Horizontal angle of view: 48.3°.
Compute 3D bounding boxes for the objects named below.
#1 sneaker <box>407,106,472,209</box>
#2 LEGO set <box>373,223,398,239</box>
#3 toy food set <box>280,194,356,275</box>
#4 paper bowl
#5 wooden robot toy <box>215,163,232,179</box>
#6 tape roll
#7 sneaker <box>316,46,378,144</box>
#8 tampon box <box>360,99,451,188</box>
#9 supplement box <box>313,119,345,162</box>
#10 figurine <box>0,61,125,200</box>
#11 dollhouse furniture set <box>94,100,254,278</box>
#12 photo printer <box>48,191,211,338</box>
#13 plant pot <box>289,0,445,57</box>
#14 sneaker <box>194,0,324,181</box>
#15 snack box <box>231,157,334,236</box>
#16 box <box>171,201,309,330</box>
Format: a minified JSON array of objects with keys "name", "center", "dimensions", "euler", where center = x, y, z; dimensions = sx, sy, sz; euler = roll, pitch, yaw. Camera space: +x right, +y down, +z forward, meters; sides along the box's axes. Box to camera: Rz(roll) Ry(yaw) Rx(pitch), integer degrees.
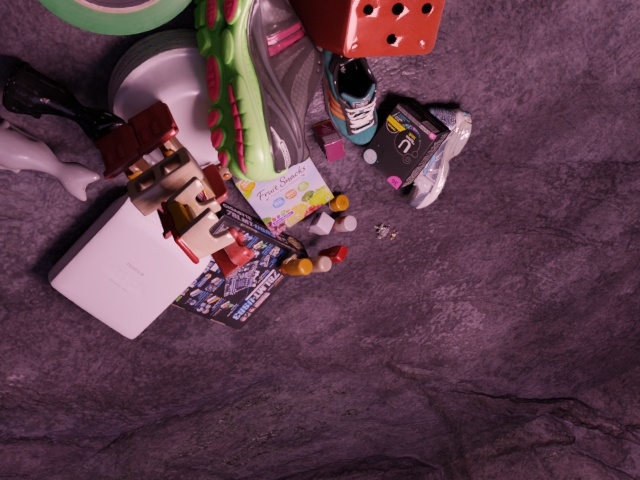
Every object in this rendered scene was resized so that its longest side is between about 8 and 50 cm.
[{"name":"sneaker","center":[0.257,-0.207,1.751],"dimensions":[0.122,0.110,0.283],"euler":[13,123,-12]},{"name":"LEGO set","center":[0.178,-0.021,1.925],"dimensions":[0.083,0.023,0.054],"euler":[5,128,-28]},{"name":"toy food set","center":[0.000,0.000,1.776],"dimensions":[0.111,0.104,0.232],"euler":[36,67,-27]},{"name":"paper bowl","center":[-0.267,-0.256,1.408],"dimensions":[0.284,0.148,0.284],"euler":[-13,136,-13]},{"name":"wooden robot toy","center":[-0.226,-0.161,1.564],"dimensions":[0.173,0.079,0.076],"euler":[-34,136,8]},{"name":"tape roll","center":[-0.345,-0.505,1.181],"dimensions":[0.321,0.077,0.321],"euler":[-12,135,-13]},{"name":"sneaker","center":[0.069,-0.305,1.534],"dimensions":[0.108,0.121,0.302],"euler":[-26,138,-2]},{"name":"tampon box","center":[0.196,-0.222,1.644],"dimensions":[0.101,0.120,0.161],"euler":[-25,154,-57]},{"name":"supplement box","center":[0.019,-0.225,1.614],"dimensions":[0.043,0.083,0.055],"euler":[-20,137,-6]},{"name":"figurine","center":[-0.500,-0.192,1.346],"dimensions":[0.209,0.092,0.215],"euler":[27,119,-14]},{"name":"dollhouse furniture set","center":[-0.246,-0.055,1.236],"dimensions":[0.152,0.374,0.201],"euler":[-33,135,2]},{"name":"photo printer","center":[-0.417,0.050,1.611],"dimensions":[0.307,0.107,0.256],"euler":[-42,113,16]},{"name":"plant pot","center":[0.098,-0.473,1.308],"dimensions":[0.267,0.236,0.267],"euler":[-8,134,-19]},{"name":"sneaker","center":[-0.103,-0.352,1.297],"dimensions":[0.202,0.185,0.483],"euler":[-10,105,-41]},{"name":"snack box","center":[-0.089,-0.131,1.657],"dimensions":[0.174,0.070,0.207],"euler":[-35,135,1]},{"name":"box","center":[-0.228,0.072,1.789],"dimensions":[0.293,0.073,0.295],"euler":[27,115,-41]}]
